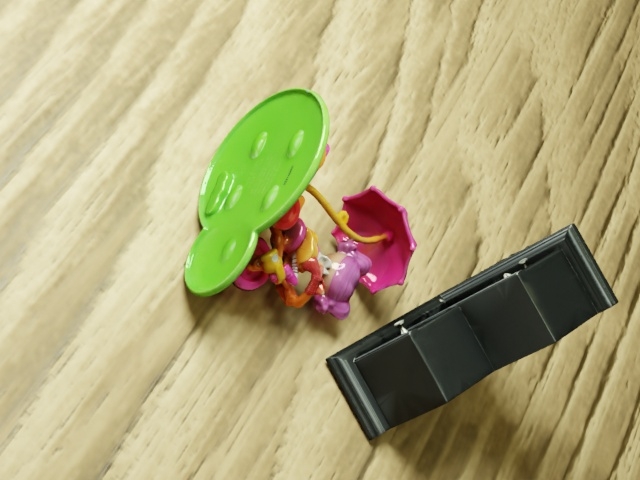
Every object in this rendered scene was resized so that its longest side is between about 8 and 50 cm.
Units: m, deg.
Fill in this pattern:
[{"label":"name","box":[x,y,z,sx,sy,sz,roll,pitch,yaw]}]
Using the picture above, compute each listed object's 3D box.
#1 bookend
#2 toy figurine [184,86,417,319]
[{"label":"bookend","box":[0.115,0.069,1.062,0.157,0.156,0.072,-25,85,-46]},{"label":"toy figurine","box":[0.000,0.000,1.047,0.159,0.130,0.173,36,69,-34]}]
